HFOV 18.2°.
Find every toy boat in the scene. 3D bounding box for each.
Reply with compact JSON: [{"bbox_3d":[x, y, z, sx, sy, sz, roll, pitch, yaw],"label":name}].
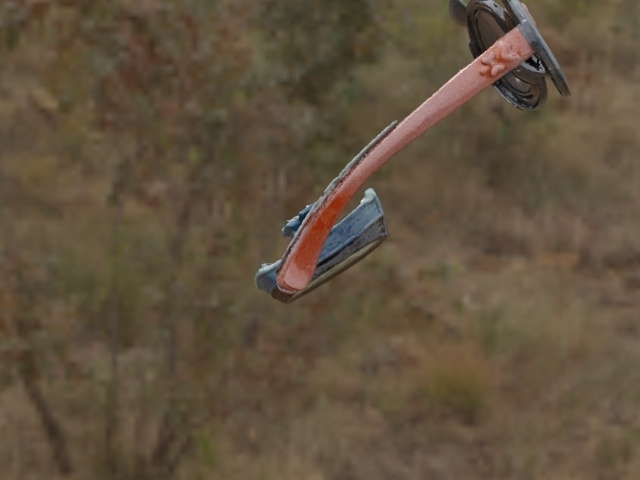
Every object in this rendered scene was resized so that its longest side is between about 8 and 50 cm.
[{"bbox_3d":[0.000,0.000,1.692,0.137,0.061,0.060,-32,-13,-22],"label":"toy boat"}]

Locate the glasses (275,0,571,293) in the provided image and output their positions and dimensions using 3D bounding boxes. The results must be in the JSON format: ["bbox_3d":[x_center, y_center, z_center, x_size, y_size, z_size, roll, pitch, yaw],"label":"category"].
[{"bbox_3d":[0.053,-0.081,1.467,0.268,0.118,0.234,-37,3,-3],"label":"glasses"}]
